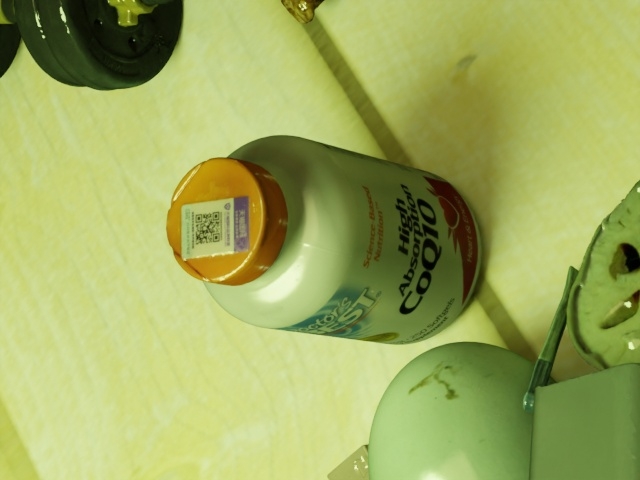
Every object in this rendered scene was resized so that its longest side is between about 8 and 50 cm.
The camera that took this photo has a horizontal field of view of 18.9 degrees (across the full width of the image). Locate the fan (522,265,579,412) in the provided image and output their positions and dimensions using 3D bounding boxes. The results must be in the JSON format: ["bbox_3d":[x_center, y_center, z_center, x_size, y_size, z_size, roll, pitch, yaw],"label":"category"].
[{"bbox_3d":[0.185,0.081,1.523,0.016,0.193,0.038,16,123,9],"label":"fan"}]

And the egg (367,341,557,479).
[{"bbox_3d":[0.138,0.206,1.525,0.183,0.183,0.264,-31,68,28],"label":"egg"}]

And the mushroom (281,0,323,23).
[{"bbox_3d":[0.005,-0.391,1.719,0.302,0.208,0.233,-45,20,33],"label":"mushroom"}]

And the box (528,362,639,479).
[{"bbox_3d":[0.265,0.176,1.412,0.163,0.243,0.135,-25,58,55],"label":"box"}]

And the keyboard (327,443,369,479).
[{"bbox_3d":[0.064,0.258,1.673,0.055,0.017,0.166,-44,62,27],"label":"keyboard"}]

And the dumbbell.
[{"bbox_3d":[-0.296,-0.233,1.887,0.388,0.185,0.185,0,84,34],"label":"dumbbell"}]

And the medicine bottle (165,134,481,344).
[{"bbox_3d":[0.000,0.000,1.583,0.157,0.288,0.157,-5,81,34],"label":"medicine bottle"}]

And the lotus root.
[{"bbox_3d":[0.294,0.034,1.495,0.183,0.078,0.203,6,65,46],"label":"lotus root"}]
